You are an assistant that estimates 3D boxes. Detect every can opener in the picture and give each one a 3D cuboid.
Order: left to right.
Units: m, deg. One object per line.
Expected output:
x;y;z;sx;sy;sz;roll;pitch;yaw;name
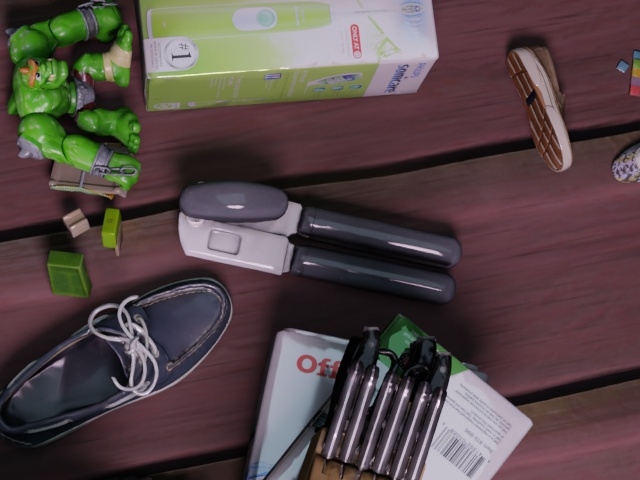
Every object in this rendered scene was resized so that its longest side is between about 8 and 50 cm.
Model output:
0.000;0.000;1.451;0.283;0.095;0.076;12;79;-4;can opener

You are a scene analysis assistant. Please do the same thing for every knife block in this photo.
0.024;0.210;1.220;0.088;0.275;0.242;19;33;-1;knife block

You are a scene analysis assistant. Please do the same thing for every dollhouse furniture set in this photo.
-0.228;-0.024;1.467;0.076;0.058;0.151;5;59;2;dollhouse furniture set

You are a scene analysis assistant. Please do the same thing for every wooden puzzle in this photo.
0.350;-0.171;1.571;0.083;0.006;0.049;10;78;-5;wooden puzzle

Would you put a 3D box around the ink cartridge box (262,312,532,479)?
0.057;0.193;1.303;0.153;0.087;0.208;40;77;2;ink cartridge box

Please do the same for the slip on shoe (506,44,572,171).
0.234;-0.137;1.533;0.041;0.051;0.135;-16;75;-21;slip on shoe

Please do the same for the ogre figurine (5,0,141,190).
-0.240;-0.142;1.454;0.118;0.097;0.197;-3;88;-18;ogre figurine

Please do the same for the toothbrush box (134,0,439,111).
-0.042;-0.249;1.484;0.283;0.122;0.206;-4;80;-9;toothbrush box

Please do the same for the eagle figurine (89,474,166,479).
-0.258;0.293;1.310;0.298;0.226;0.225;-46;124;3;eagle figurine

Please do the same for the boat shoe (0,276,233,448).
-0.195;0.110;1.415;0.254;0.079;0.095;-26;83;-11;boat shoe

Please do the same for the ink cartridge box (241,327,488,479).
0.026;0.240;1.396;0.201;0.117;0.278;12;78;-4;ink cartridge box

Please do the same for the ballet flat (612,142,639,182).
0.355;-0.089;1.539;0.114;0.041;0.041;-16;81;-9;ballet flat
